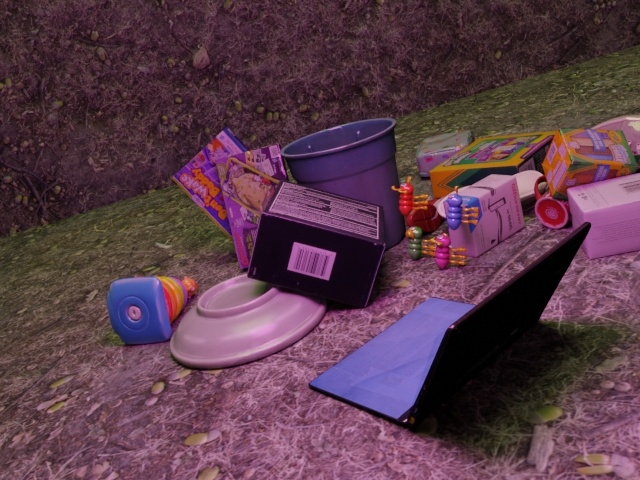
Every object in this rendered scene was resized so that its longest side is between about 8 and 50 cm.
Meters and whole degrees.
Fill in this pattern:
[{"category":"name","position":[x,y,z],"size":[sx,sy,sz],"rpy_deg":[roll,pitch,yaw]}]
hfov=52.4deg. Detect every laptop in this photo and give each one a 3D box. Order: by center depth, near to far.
[{"category":"laptop","position":[0.215,0.127,1.171],"size":[0.382,0.408,0.236],"rpy_deg":[-29,56,-34]}]

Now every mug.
[{"category":"mug","position":[0.628,-0.107,1.699],"size":[0.169,0.113,0.150],"rpy_deg":[-35,20,-33]}]

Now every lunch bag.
[{"category":"lunch bag","position":[0.472,-0.329,2.459],"size":[0.224,0.108,0.279],"rpy_deg":[-12,18,21]}]

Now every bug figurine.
[{"category":"bug figurine","position":[0.275,-0.042,1.631],"size":[0.072,0.216,0.279],"rpy_deg":[-12,17,-27]}]

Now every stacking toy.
[{"category":"stacking toy","position":[-0.424,0.155,1.777],"size":[0.166,0.175,0.302],"rpy_deg":[-6,9,20]}]

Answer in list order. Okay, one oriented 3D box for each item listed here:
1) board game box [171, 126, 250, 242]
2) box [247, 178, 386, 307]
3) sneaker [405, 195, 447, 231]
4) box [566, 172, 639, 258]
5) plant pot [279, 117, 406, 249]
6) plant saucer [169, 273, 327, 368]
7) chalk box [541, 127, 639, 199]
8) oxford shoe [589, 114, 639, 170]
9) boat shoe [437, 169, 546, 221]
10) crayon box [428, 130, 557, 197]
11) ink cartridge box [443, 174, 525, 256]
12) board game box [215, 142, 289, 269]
[{"category":"board game box","position":[-0.268,-0.155,2.090],"size":[0.233,0.347,0.078],"rpy_deg":[-40,13,16]},{"category":"box","position":[0.000,0.000,1.624],"size":[0.296,0.182,0.294],"rpy_deg":[15,22,0]},{"category":"sneaker","position":[0.290,-0.068,1.929],"size":[0.128,0.087,0.221],"rpy_deg":[-10,5,43]},{"category":"box","position":[0.678,-0.059,1.483],"size":[0.182,0.119,0.181],"rpy_deg":[-12,19,13]},{"category":"plant pot","position":[0.090,-0.144,1.884],"size":[0.341,0.334,0.341],"rpy_deg":[-14,18,5]},{"category":"plant saucer","position":[-0.186,0.165,1.591],"size":[0.400,0.100,0.400],"rpy_deg":[-14,19,5]},{"category":"chalk box","position":[0.679,-0.183,1.597],"size":[0.213,0.132,0.132],"rpy_deg":[3,51,-3]},{"category":"oxford shoe","position":[0.923,-0.257,1.824],"size":[0.449,0.169,0.130],"rpy_deg":[6,50,48]},{"category":"boat shoe","position":[0.482,-0.105,1.831],"size":[0.305,0.091,0.109],"rpy_deg":[-17,55,5]},{"category":"crayon box","position":[0.585,-0.250,2.141],"size":[0.313,0.106,0.363],"rpy_deg":[0,24,43]},{"category":"ink cartridge box","position":[0.423,-0.067,1.674],"size":[0.203,0.148,0.086],"rpy_deg":[-28,22,-30]},{"category":"board game box","position":[-0.183,-0.102,1.981],"size":[0.208,0.346,0.056],"rpy_deg":[-13,0,4]}]
